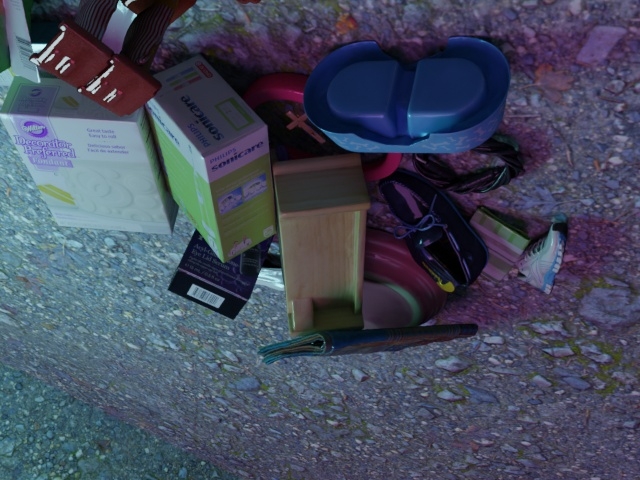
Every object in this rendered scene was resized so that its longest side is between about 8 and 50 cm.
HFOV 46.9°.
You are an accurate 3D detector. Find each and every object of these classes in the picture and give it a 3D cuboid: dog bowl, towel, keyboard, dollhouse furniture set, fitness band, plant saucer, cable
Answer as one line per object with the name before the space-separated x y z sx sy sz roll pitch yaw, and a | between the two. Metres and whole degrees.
dog bowl | 0.125 -0.202 1.062 0.297 0.166 0.074 3 154 23
towel | 0.312 0.009 1.362 0.113 0.023 0.152 33 145 9
keyboard | -0.308 -0.375 1.157 0.072 0.014 0.256 34 144 -12
dollhouse furniture set | -0.200 -0.340 0.960 0.152 0.201 0.374 33 143 -31
fitness band | -0.002 -0.178 1.245 0.291 0.054 0.209 15 146 4
plant saucer | 0.102 0.103 1.566 0.332 0.084 0.332 13 145 9
towel | 0.095 0.209 1.491 0.370 0.040 0.271 1 166 -32
cable | 0.240 -0.123 1.209 0.184 0.047 0.150 13 146 9

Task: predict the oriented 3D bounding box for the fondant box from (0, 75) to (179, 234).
fondant box | -0.407 -0.146 1.357 0.238 0.096 0.330 4 146 4

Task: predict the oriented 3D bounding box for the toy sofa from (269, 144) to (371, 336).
toy sofa | 0.000 0.000 1.323 0.150 0.177 0.362 -6 138 -4

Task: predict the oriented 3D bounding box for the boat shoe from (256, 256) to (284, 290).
boat shoe | -0.128 0.064 1.645 0.184 0.066 0.063 15 114 40

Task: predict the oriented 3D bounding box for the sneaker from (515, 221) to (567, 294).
sneaker | 0.394 0.030 1.334 0.083 0.071 0.191 16 146 15

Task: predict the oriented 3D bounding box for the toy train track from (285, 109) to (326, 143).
toy train track | -0.023 -0.187 1.195 0.048 0.014 0.083 -27 129 36

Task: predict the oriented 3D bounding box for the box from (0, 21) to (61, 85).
box | -0.517 -0.324 1.286 0.244 0.060 0.100 7 144 18

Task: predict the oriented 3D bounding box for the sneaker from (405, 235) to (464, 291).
sneaker | 0.221 0.031 1.413 0.144 0.059 0.053 49 162 16

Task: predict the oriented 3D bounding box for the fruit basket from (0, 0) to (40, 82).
fruit basket | -0.566 -0.431 1.098 0.327 0.165 0.353 18 128 19

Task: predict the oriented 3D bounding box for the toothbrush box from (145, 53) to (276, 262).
toothbrush box | -0.184 -0.132 1.255 0.206 0.122 0.283 48 159 29

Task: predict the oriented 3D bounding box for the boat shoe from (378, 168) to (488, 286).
boat shoe | 0.203 -0.021 1.313 0.258 0.089 0.109 39 146 -10

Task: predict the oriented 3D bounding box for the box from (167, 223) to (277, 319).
box | -0.195 0.029 1.496 0.153 0.207 0.108 25 146 -10
